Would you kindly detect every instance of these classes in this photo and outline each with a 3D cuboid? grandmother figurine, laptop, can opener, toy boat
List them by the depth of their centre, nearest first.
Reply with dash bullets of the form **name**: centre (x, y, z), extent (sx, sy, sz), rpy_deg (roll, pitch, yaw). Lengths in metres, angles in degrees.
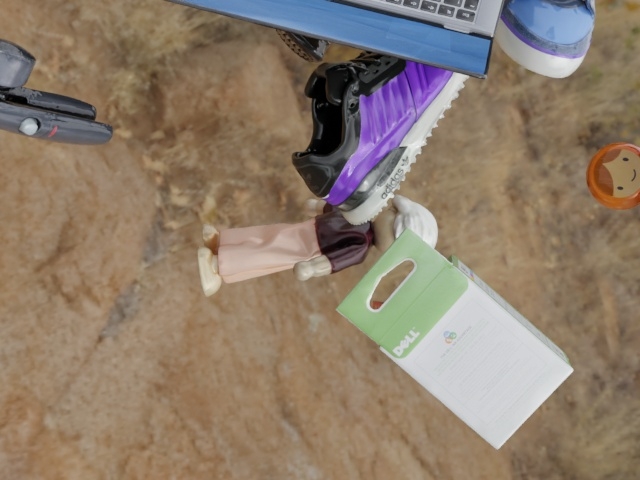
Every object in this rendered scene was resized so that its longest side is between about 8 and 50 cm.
- **can opener**: centre (-0.227, -0.104, 0.831), extent (0.059, 0.073, 0.186), rpy_deg (58, 15, 21)
- **toy boat**: centre (0.304, -0.051, 0.889), extent (0.231, 0.151, 0.151), rpy_deg (67, 37, -52)
- **laptop**: centre (0.022, -0.347, 1.085), extent (0.236, 0.381, 0.408), rpy_deg (86, 20, -75)
- **grandmother figurine**: centre (0.000, 0.000, 1.516), extent (0.208, 0.342, 0.104), rpy_deg (-90, 170, -49)

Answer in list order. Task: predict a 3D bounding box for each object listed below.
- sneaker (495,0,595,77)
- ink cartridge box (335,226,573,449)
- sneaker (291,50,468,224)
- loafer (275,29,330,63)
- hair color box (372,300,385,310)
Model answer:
- **sneaker**: centre (0.301, -0.380, 1.256), extent (0.130, 0.236, 0.323), rpy_deg (14, 47, -5)
- **ink cartridge box**: centre (0.128, 0.089, 1.000), extent (0.209, 0.109, 0.062), rpy_deg (41, 11, -3)
- **sneaker**: centre (0.065, -0.176, 1.192), extent (0.146, 0.102, 0.293), rpy_deg (32, 82, -27)
- **loafer**: centre (-0.046, -0.329, 1.331), extent (0.220, 0.078, 0.080), rpy_deg (57, -1, 4)
- **hair color box**: centre (0.111, 0.101, 1.307), extent (0.141, 0.072, 0.043), rpy_deg (180, -87, -82)
